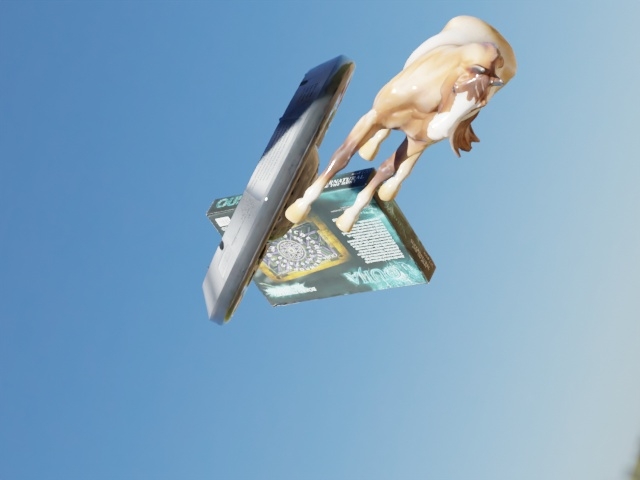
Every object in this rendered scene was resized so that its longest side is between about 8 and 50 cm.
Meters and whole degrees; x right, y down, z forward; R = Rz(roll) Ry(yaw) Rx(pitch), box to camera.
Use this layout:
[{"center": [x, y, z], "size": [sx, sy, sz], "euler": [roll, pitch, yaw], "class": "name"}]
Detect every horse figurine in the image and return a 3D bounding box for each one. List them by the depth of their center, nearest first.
[{"center": [0.074, -0.088, 1.293], "size": [0.174, 0.066, 0.263], "euler": [-48, -5, 24], "class": "horse figurine"}]

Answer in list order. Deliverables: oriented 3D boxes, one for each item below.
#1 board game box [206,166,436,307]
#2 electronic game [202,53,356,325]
[{"center": [0.000, 0.000, 1.821], "size": [0.126, 0.186, 0.026], "euler": [56, -138, -30], "class": "board game box"}, {"center": [-0.029, -0.038, 1.508], "size": [0.229, 0.048, 0.229], "euler": [-63, 0, -1], "class": "electronic game"}]
